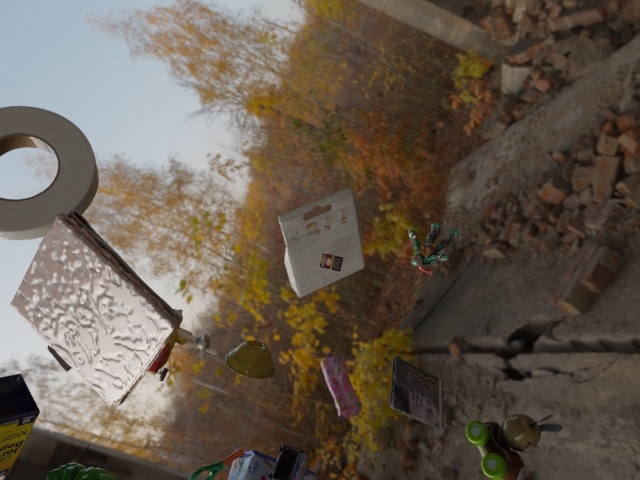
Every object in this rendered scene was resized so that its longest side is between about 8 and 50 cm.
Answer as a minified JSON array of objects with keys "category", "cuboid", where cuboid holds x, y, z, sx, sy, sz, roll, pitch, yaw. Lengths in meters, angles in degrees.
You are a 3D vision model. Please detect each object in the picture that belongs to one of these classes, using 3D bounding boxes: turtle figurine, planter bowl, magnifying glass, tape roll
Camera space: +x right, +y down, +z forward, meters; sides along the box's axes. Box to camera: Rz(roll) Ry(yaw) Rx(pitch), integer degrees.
[{"category":"turtle figurine","cuboid":[0.388,0.026,1.680,0.234,0.175,0.118,-36,-29,-34]},{"category":"planter bowl","cuboid":[-0.274,0.470,1.912,0.217,0.217,0.090,-106,34,-78]},{"category":"magnifying glass","cuboid":[-0.404,0.887,1.826,0.026,0.231,0.092,38,140,44]},{"category":"tape roll","cuboid":[-0.826,-0.190,1.289,0.072,0.391,0.392,123,166,-66]}]

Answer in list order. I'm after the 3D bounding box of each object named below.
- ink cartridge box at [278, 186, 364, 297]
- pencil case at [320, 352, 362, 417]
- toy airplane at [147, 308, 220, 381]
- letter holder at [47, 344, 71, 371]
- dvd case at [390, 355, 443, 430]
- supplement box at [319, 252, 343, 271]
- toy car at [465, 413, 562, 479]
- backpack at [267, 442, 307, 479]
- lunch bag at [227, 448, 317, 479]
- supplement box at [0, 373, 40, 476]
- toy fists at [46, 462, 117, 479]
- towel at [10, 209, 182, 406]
[{"category":"ink cartridge box","cuboid":[0.000,0.000,1.814,0.091,0.308,0.385,44,153,53]},{"category":"pencil case","cuboid":[0.093,0.661,2.136,0.124,0.124,0.284,-62,38,40]},{"category":"toy airplane","cuboid":[-0.692,0.416,2.139,0.384,0.386,0.273,42,116,34]},{"category":"letter holder","cuboid":[-0.869,0.298,1.755,0.302,0.214,0.152,-39,3,-7]},{"category":"dvd case","cuboid":[0.309,0.483,1.474,0.018,0.221,0.165,-35,33,42]},{"category":"supplement box","cuboid":[0.040,0.079,1.702,0.083,0.043,0.055,8,85,59]},{"category":"toy car","cuboid":[0.457,0.459,1.062,0.188,0.155,0.149,-34,41,14]},{"category":"backpack","cuboid":[-0.118,0.871,1.730,0.158,0.116,0.173,-63,-21,-52]},{"category":"lunch bag","cuboid":[-0.207,1.083,1.932,0.239,0.385,0.328,-26,41,51]},{"category":"supplement box","cuboid":[-1.205,0.691,1.686,0.194,0.195,0.357,3,-55,-57]},{"category":"toy fists","cuboid":[-0.695,0.714,1.331,0.279,0.096,0.142,-10,34,33]},{"category":"towel","cuboid":[-0.473,0.151,0.972,0.317,0.332,0.053,-48,-4,26]}]
